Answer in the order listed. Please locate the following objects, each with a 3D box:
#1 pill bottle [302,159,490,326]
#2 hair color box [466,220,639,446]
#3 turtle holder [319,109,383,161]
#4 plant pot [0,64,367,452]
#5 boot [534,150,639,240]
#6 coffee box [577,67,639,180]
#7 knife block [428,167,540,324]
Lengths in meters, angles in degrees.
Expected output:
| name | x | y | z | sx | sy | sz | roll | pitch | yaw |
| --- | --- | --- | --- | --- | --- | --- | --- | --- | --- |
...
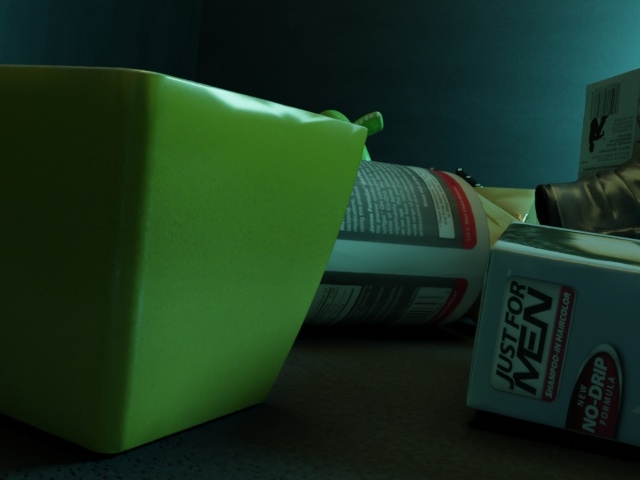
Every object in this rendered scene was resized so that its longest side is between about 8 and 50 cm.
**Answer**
| name | x | y | z | sx | sy | sz | roll | pitch | yaw |
| --- | --- | --- | --- | --- | --- | --- | --- | --- | --- |
| pill bottle | 0.000 | 0.000 | 0.743 | 0.318 | 0.177 | 0.176 | 4 | 5 | -28 |
| hair color box | 0.303 | 0.076 | 0.493 | 0.374 | 0.114 | 0.185 | 9 | 9 | 17 |
| turtle holder | -0.033 | -0.055 | 1.015 | 0.227 | 0.244 | 0.320 | -15 | 20 | -11 |
| plant pot | -0.117 | 0.006 | 0.443 | 0.212 | 0.187 | 0.212 | 8 | 5 | 30 |
| boot | 0.356 | 0.052 | 0.639 | 0.222 | 0.338 | 0.118 | -28 | -30 | -6 |
| coffee box | 0.381 | -0.023 | 0.796 | 0.168 | 0.297 | 0.119 | 5 | 1 | -9 |
| knife block | 0.151 | -0.004 | 0.931 | 0.242 | 0.088 | 0.276 | 3 | 31 | 28 |
